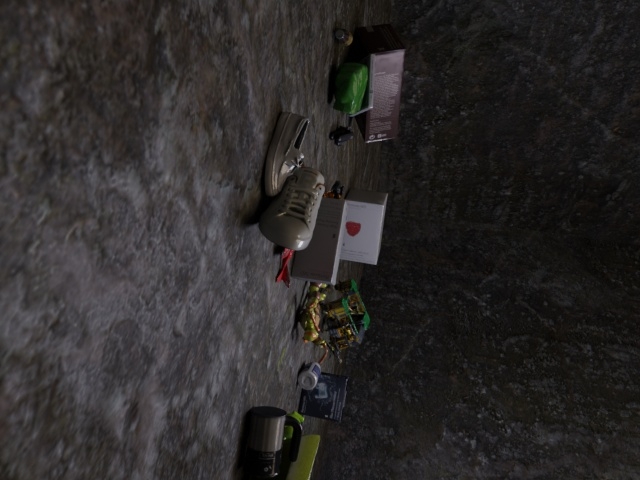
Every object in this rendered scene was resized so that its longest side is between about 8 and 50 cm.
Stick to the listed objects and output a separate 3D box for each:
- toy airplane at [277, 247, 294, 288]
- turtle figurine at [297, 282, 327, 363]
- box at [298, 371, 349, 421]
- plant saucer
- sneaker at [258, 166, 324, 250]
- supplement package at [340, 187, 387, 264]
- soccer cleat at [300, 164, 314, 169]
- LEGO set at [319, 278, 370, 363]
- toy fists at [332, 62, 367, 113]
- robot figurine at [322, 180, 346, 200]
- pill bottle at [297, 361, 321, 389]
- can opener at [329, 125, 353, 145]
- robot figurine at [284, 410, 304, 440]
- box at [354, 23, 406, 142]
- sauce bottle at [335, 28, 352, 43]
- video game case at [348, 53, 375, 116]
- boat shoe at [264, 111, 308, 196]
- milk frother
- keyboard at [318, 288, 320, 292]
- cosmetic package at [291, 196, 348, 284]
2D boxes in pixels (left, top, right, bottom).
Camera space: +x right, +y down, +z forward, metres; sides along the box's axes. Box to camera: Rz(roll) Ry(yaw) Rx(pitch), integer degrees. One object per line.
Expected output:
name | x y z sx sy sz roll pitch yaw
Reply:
toy airplane | -0.080 0.041 1.194 0.151 0.028 0.151 9 90 -79
turtle figurine | -0.024 0.239 1.530 0.217 0.087 0.269 -82 165 -47
box | 0.014 0.571 1.831 0.093 0.159 0.155 54 45 -78
plant saucer | -0.105 0.552 1.192 0.045 0.189 0.188 54 29 -18
sneaker | -0.051 -0.081 0.987 0.290 0.106 0.123 -86 -164 -67
supplement package | 0.194 -0.067 2.253 0.175 0.178 0.292 -61 157 -63
soccer cleat | -0.031 -0.175 1.258 0.083 0.036 0.029 -30 128 -78
LEGO set | 0.062 0.314 2.009 0.254 0.192 0.331 64 18 -17
toy fists | 0.092 -0.481 1.539 0.279 0.096 0.142 -61 167 -70
robot figurine | 0.031 -0.072 1.575 0.291 0.085 0.210 46 53 -79
pill bottle | -0.035 0.466 1.726 0.120 0.067 0.066 -31 129 -77
can opener | 0.074 -0.346 1.651 0.186 0.059 0.073 -52 149 -72
robot figurine | -0.091 0.563 1.482 0.115 0.067 0.101 89 26 -44
box | 0.212 -0.580 1.852 0.381 0.143 0.191 85 -8 -51
sauce bottle | 0.066 -0.590 1.436 0.128 0.042 0.042 -54 152 -68
video game case | 0.139 -0.526 1.696 0.190 0.022 0.173 -163 -106 -72
boat shoe | -0.064 -0.170 0.984 0.066 0.063 0.184 80 22 -64
milk frother | -0.126 0.455 1.157 0.129 0.143 0.134 11 85 -36
keyboard | 0.026 0.059 1.831 0.317 0.033 0.201 -68 170 -57
cosmetic package | 0.000 0.000 1.367 0.085 0.118 0.230 50 48 -77
